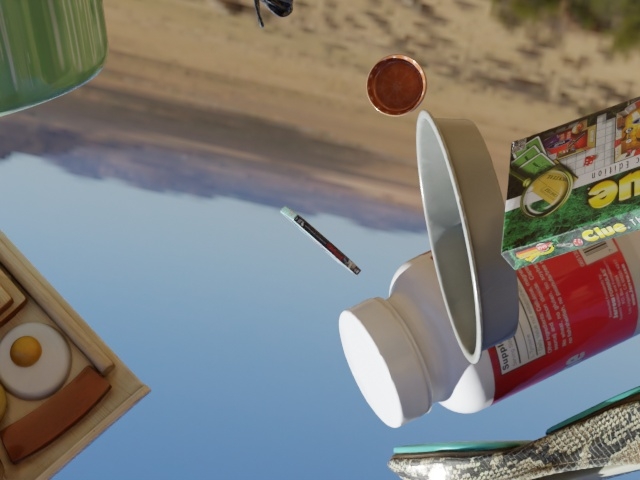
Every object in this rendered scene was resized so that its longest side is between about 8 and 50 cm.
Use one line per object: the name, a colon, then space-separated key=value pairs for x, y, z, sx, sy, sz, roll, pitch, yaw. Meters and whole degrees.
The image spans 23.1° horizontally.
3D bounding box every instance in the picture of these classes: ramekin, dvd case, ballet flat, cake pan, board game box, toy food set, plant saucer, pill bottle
ramekin: x=-0.334 y=-0.199 z=1.393 sx=0.303 sy=0.148 sz=0.303 roll=-10 pitch=-161 yaw=3
dvd case: x=0.000 y=0.000 z=2.118 sx=0.119 sy=0.013 sz=0.087 roll=40 pitch=178 yaw=-16
ballet flat: x=0.308 y=0.320 z=2.111 sx=0.482 sy=0.182 sz=0.164 roll=-19 pitch=164 yaw=29
cake pan: x=0.167 y=-0.009 z=1.770 sx=0.054 sy=0.293 sz=0.293 roll=-11 pitch=-177 yaw=-3
board game box: x=0.273 y=-0.068 z=1.306 sx=0.259 sy=0.136 sz=0.030 roll=-20 pitch=134 yaw=31
toy food set: x=-0.335 y=0.110 z=1.459 sx=0.306 sy=0.220 sz=0.092 roll=45 pitch=169 yaw=19
plant saucer: x=0.103 y=-0.208 z=2.101 sx=0.083 sy=0.083 sz=0.013 roll=13 pitch=-179 yaw=18
pill bottle: x=0.243 y=0.095 z=2.140 sx=0.407 sy=0.229 sz=0.229 roll=-23 pitch=-168 yaw=-15

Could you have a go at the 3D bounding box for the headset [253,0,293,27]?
headset: x=-0.165 y=-0.372 z=1.682 sx=0.394 sy=0.243 sz=0.185 roll=47 pitch=-162 yaw=24
